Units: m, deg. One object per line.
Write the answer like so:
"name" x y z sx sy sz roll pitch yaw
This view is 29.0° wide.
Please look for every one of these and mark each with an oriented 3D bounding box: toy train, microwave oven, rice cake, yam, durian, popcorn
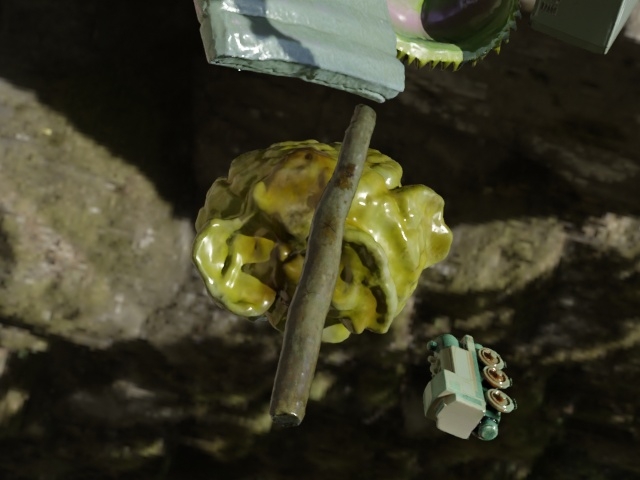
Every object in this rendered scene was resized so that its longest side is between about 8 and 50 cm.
"toy train" 0.210 0.207 1.795 0.081 0.125 0.194 -59 -164 27
"microwave oven" 0.370 -0.369 1.658 0.205 0.129 0.163 -51 158 -50
"rice cake" -0.019 -0.205 1.146 0.043 0.237 0.127 -24 -110 42
"yam" 0.003 0.009 0.773 0.027 0.029 0.234 -14 -132 39
"durian" 0.156 -0.332 1.698 0.157 0.355 0.169 45 -48 32
"popcorn" -0.004 0.002 1.144 0.217 0.235 0.181 -23 121 -68
